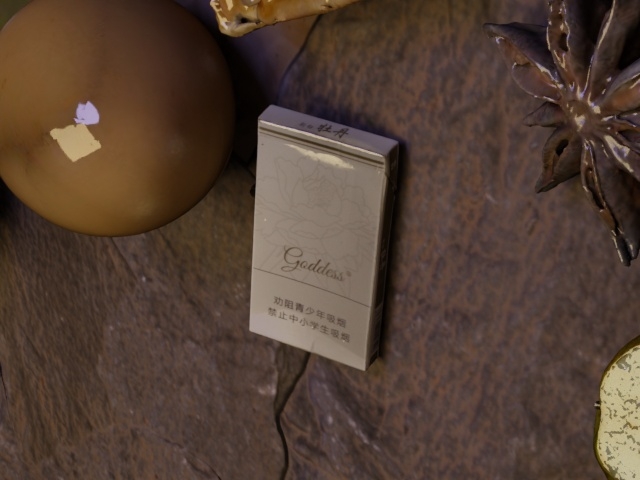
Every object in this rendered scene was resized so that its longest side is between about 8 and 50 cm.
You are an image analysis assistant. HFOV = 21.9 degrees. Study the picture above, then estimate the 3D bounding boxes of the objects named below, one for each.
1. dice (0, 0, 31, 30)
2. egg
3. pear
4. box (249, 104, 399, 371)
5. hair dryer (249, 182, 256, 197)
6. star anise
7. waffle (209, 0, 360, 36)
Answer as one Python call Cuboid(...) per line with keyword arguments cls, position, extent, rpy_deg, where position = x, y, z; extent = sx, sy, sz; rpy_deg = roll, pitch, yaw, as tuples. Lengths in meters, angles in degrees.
Cuboid(cls="dice", position=(-0.336, -0.226, 1.467), extent=(0.166, 0.169, 0.169), rpy_deg=(-3, 105, 51))
Cuboid(cls="egg", position=(-0.165, -0.100, 1.291), extent=(0.244, 0.201, 0.201), rpy_deg=(-128, 30, -68))
Cuboid(cls="pear", position=(0.239, 0.109, 1.012), extent=(0.141, 0.104, 0.141), rpy_deg=(5, 102, 25))
Cuboid(cls="box", position=(0.001, 0.000, 1.270), extent=(0.109, 0.029, 0.198), rpy_deg=(18, 124, 21))
Cuboid(cls="hair dryer", position=(-0.031, -0.036, 1.321), extent=(0.083, 0.026, 0.047), rpy_deg=(4, 110, 52))
Cuboid(cls="star anise", position=(0.177, -0.085, 1.023), extent=(0.195, 0.065, 0.182), rpy_deg=(39, 139, 26))
Cuboid(cls="waffle", position=(-0.018, -0.308, 1.120), extent=(0.213, 0.091, 0.308), rpy_deg=(-6, 105, 50))
